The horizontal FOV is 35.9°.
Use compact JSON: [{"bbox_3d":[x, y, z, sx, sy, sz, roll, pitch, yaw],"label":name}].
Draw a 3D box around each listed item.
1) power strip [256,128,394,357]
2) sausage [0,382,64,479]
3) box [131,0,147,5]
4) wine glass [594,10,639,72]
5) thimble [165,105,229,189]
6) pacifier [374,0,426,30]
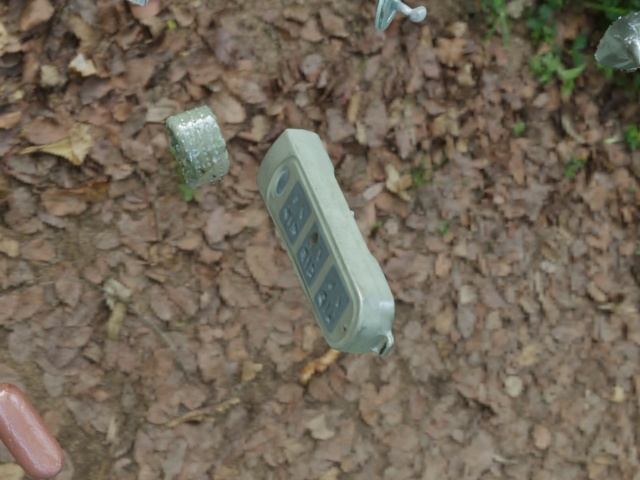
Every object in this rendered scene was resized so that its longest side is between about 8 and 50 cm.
[{"bbox_3d":[0.003,0.001,0.963,0.048,0.080,0.286,5,42,-31],"label":"power strip"},{"bbox_3d":[-0.421,0.273,1.405,0.062,0.062,0.154,-40,108,-35],"label":"sausage"},{"bbox_3d":[-0.337,-0.554,1.942,0.051,0.130,0.129,21,56,-6],"label":"box"},{"bbox_3d":[0.268,-0.089,0.732,0.066,0.066,0.198,29,35,-37],"label":"wine glass"},{"bbox_3d":[-0.160,-0.121,1.308,0.062,0.084,0.110,-22,125,-12],"label":"thimble"},{"bbox_3d":[0.174,-0.509,2.165,0.117,0.150,0.127,29,62,9],"label":"pacifier"}]
